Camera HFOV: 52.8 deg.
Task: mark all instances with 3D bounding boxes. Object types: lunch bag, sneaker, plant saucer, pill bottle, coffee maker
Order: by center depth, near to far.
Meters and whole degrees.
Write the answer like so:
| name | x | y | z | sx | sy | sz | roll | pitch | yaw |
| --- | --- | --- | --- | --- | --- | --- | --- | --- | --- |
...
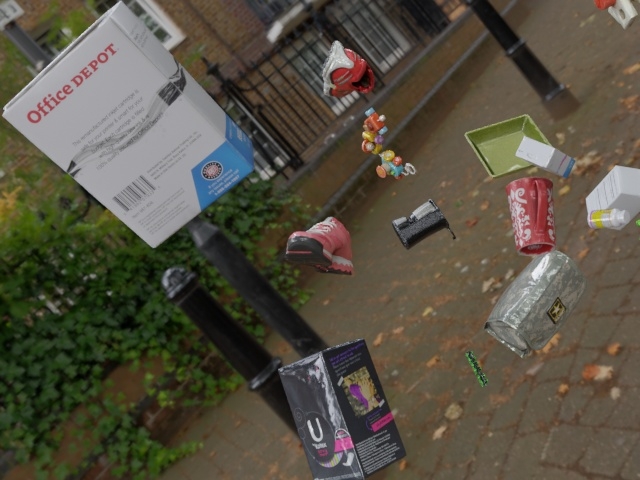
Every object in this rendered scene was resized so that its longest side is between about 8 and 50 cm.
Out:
| name | x | y | z | sx | sy | sz | roll | pitch | yaw |
| --- | --- | --- | --- | --- | --- | --- | --- | --- | --- |
| pill bottle | 0.658 | -0.051 | 1.473 | 0.083 | 0.043 | 0.043 | -4 | 36 | 52 |
| sneaker | 0.074 | -0.391 | 1.570 | 0.107 | 0.118 | 0.279 | -64 | -5 | 6 |
| sneaker | 0.000 | 0.000 | 1.598 | 0.116 | 0.136 | 0.314 | 3 | -11 | 21 |
| lunch bag | 0.565 | 0.167 | 1.700 | 0.235 | 0.169 | 0.287 | -51 | -18 | -6 |
| plant saucer | 0.511 | -0.243 | 1.741 | 0.188 | 0.045 | 0.188 | -17 | 49 | -2 |
| coffee maker | 0.379 | -0.043 | 2.403 | 0.178 | 0.120 | 0.171 | -32 | 52 | 0 |

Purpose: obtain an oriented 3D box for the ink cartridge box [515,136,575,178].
| name | x | y | z | sx | sy | sz | roll | pitch | yaw |
| --- | --- | --- | --- | --- | --- | --- | --- | --- | --- |
| ink cartridge box | 0.535 | -0.197 | 1.533 | 0.088 | 0.122 | 0.052 | 34 | 107 | 41 |

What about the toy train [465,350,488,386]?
| name | x | y | z | sx | sy | sz | roll | pitch | yaw |
| --- | --- | --- | --- | --- | --- | --- | --- | --- | --- |
| toy train | 0.336 | 0.276 | 1.389 | 0.017 | 0.083 | 0.023 | -19 | -32 | -8 |

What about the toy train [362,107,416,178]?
| name | x | y | z | sx | sy | sz | roll | pitch | yaw |
| --- | --- | --- | --- | --- | --- | --- | --- | --- | --- |
| toy train | 0.128 | -0.193 | 1.361 | 0.046 | 0.166 | 0.125 | -37 | 9 | -13 |

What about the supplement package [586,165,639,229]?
| name | x | y | z | sx | sy | sz | roll | pitch | yaw |
| --- | --- | --- | --- | --- | --- | --- | --- | --- | --- |
| supplement package | 0.897 | -0.126 | 1.944 | 0.179 | 0.105 | 0.105 | 108 | 170 | -58 |

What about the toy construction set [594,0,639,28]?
| name | x | y | z | sx | sy | sz | roll | pitch | yaw |
| --- | --- | --- | --- | --- | --- | --- | --- | --- | --- |
| toy construction set | 0.537 | -0.451 | 0.991 | 0.328 | 0.215 | 0.151 | -25 | 5 | -10 |

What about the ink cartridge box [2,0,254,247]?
| name | x | y | z | sx | sy | sz | roll | pitch | yaw |
| --- | --- | --- | --- | --- | --- | --- | --- | --- | --- |
| ink cartridge box | -0.368 | -0.225 | 1.300 | 0.285 | 0.395 | 0.166 | -36 | 29 | 14 |

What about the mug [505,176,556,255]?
| name | x | y | z | sx | sy | sz | roll | pitch | yaw |
| --- | --- | --- | --- | --- | --- | --- | --- | --- | --- |
| mug | 0.509 | -0.061 | 1.564 | 0.113 | 0.150 | 0.169 | -11 | 66 | 28 |

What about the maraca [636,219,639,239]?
| name | x | y | z | sx | sy | sz | roll | pitch | yaw |
| --- | --- | --- | --- | --- | --- | --- | --- | --- | --- |
| maraca | 0.884 | -0.031 | 1.603 | 0.186 | 0.127 | 0.099 | -4 | -20 | 3 |

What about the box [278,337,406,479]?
| name | x | y | z | sx | sy | sz | roll | pitch | yaw |
| --- | --- | --- | --- | --- | --- | --- | --- | --- | --- |
| box | 0.044 | 0.373 | 1.403 | 0.143 | 0.270 | 0.165 | -8 | -17 | -43 |
